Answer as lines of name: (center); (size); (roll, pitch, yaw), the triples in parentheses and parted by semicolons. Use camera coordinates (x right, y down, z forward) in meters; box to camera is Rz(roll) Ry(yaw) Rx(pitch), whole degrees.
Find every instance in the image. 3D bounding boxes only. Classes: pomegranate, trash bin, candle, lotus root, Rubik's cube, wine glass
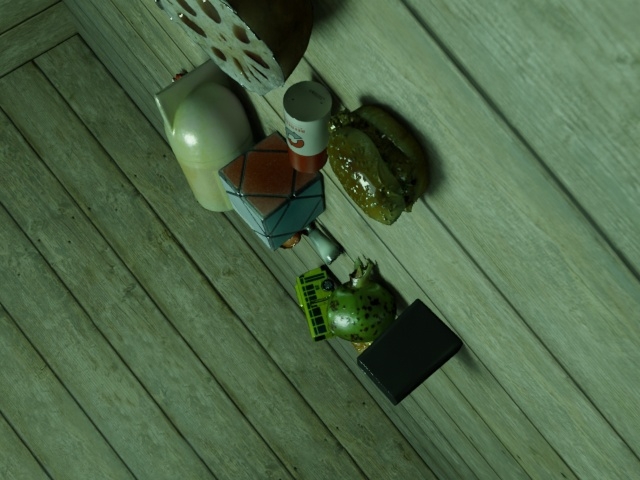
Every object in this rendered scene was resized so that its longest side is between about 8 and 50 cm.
pomegranate: (0.116, 0.180, 1.500); (0.211, 0.211, 0.263); (25, 125, 61)
trash bin: (0.227, 0.295, 1.345); (0.165, 0.225, 0.115); (45, 166, 22)
candle: (-0.078, -0.070, 1.741); (0.048, 0.053, 0.162); (11, -152, -49)
lotus root: (-0.116, -0.378, 0.834); (0.272, 0.192, 0.272); (35, 164, 12)
Rubik's cube: (-0.129, -0.134, 1.433); (0.207, 0.205, 0.205); (45, 165, 20)
wine glass: (0.000, 0.000, 1.633); (0.155, 0.072, 0.072); (49, 166, 9)

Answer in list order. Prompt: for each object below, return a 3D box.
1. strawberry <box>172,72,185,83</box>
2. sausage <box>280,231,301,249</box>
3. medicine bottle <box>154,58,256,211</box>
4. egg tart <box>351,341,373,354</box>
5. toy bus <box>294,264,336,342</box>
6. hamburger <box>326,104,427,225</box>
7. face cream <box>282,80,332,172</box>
strawberry: (-0.462, -0.538, 1.800); (0.152, 0.048, 0.104); (19, 141, 41)
sausage: (-0.159, -0.122, 1.710); (0.330, 0.102, 0.102); (61, 168, 10)
medicine bottle: (-0.316, -0.303, 1.491); (0.236, 0.236, 0.406); (41, 157, 35)
egg tart: (0.206, 0.377, 1.848); (0.295, 0.116, 0.295); (50, 168, 15)
toy bus: (-0.003, 0.239, 1.941); (0.128, 0.150, 0.262); (83, 171, -68)
hamburger: (0.088, -0.134, 0.924); (0.215, 0.122, 0.189); (50, 168, 13)
face cream: (-0.027, -0.232, 1.089); (0.096, 0.096, 0.214); (48, 166, 15)
